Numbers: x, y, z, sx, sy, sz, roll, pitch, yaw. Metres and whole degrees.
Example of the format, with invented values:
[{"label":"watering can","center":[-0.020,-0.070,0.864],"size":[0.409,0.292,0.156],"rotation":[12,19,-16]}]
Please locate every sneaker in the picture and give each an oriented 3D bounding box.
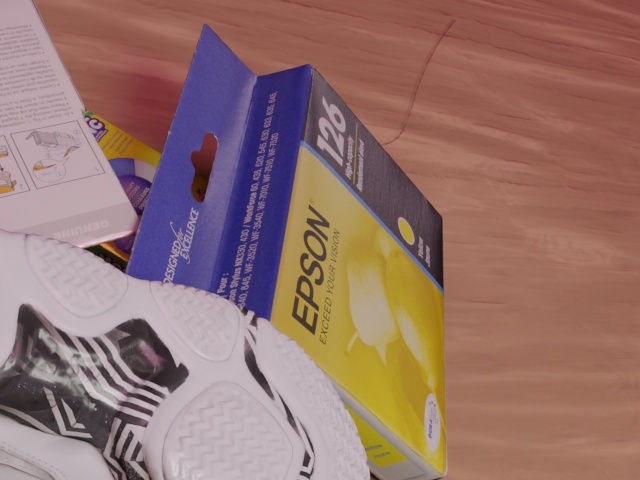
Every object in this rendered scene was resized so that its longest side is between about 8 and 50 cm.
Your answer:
[{"label":"sneaker","center":[-0.161,0.114,0.588],"size":[0.366,0.210,0.137],"rotation":[27,42,-22]}]

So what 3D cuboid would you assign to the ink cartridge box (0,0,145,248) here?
[{"label":"ink cartridge box","center":[-0.311,-0.053,0.695],"size":[0.296,0.066,0.261],"rotation":[-16,61,-28]}]

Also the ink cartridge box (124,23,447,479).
[{"label":"ink cartridge box","center":[0.000,0.000,0.807],"size":[0.307,0.072,0.303],"rotation":[46,34,-34]}]

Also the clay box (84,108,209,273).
[{"label":"clay box","center":[-0.171,-0.026,0.817],"size":[0.222,0.053,0.127],"rotation":[31,44,-6]}]
